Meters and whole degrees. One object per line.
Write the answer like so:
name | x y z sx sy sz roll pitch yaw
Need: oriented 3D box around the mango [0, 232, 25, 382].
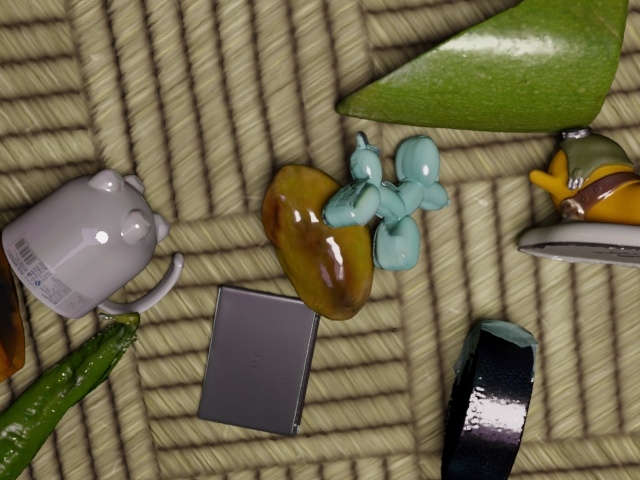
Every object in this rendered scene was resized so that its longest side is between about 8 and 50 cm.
mango | -0.416 0.044 0.908 0.136 0.166 0.235 -8 109 -22

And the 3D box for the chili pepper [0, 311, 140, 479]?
chili pepper | -0.333 0.199 0.980 0.085 0.076 0.359 30 110 -39

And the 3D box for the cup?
cup | -0.243 0.010 0.911 0.142 0.134 0.173 -35 97 7

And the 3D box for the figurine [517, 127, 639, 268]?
figurine | 0.332 -0.046 0.853 0.250 0.167 0.140 4 82 39

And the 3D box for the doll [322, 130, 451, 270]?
doll | 0.085 -0.050 0.888 0.159 0.059 0.158 32 67 -35

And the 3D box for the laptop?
laptop | -0.075 0.149 0.993 0.129 0.016 0.180 11 102 0

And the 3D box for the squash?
squash | 0.168 -0.215 0.859 0.289 0.111 0.203 7 101 3

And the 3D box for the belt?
belt | 0.191 0.189 0.923 0.078 0.151 0.198 13 93 4

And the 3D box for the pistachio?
pistachio | 0.002 -0.003 0.918 0.110 0.100 0.189 -29 101 -13
